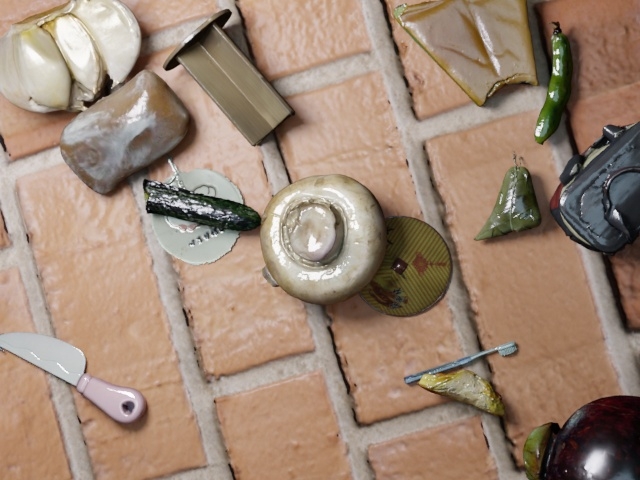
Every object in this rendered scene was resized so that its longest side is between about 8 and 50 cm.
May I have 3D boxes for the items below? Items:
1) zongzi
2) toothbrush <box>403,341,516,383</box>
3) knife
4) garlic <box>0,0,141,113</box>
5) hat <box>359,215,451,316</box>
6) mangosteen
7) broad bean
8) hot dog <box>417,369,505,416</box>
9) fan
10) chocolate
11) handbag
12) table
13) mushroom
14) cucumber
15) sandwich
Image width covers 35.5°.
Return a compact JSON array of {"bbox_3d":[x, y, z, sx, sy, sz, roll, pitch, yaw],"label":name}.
[{"bbox_3d":[0.330,-0.085,1.853,0.130,0.062,0.154,-15,82,18],"label":"zongzi"},{"bbox_3d":[0.262,0.231,1.875,0.219,0.016,0.019,-19,96,5],"label":"toothbrush"},{"bbox_3d":[-0.487,0.252,1.953,0.336,0.043,0.081,29,87,8],"label":"knife"},{"bbox_3d":[-0.476,-0.341,1.893,0.281,0.185,0.203,-30,104,-15],"label":"garlic"},{"bbox_3d":[0.147,0.048,1.857,0.193,0.082,0.193,0,89,8],"label":"hat"},{"bbox_3d":[0.512,0.405,1.728,0.300,0.300,0.300,0,90,7],"label":"mangosteen"},{"bbox_3d":[0.430,-0.287,1.840,0.069,0.039,0.227,4,91,-28],"label":"broad bean"},{"bbox_3d":[0.266,0.270,1.848,0.169,0.078,0.061,20,77,1],"label":"hot dog"},{"bbox_3d":[-0.268,-0.111,1.941,0.190,0.009,0.329,-27,88,10],"label":"fan"},{"bbox_3d":[-0.371,-0.189,1.877,0.254,0.080,0.157,-32,117,13],"label":"chocolate"},{"bbox_3d":[0.526,-0.101,1.761,0.254,0.181,0.181,-44,86,4],"label":"handbag"},{"bbox_3d":[-0.158,-0.291,1.868,0.167,0.167,0.227,-41,94,5],"label":"table"},{"bbox_3d":[0.000,0.000,1.822,0.255,0.184,0.255,0,92,8],"label":"mushroom"},{"bbox_3d":[-0.228,-0.060,1.899,0.245,0.067,0.067,14,91,10],"label":"cucumber"},{"bbox_3d":[0.270,-0.350,1.853,0.245,0.063,0.212,-9,90,8],"label":"sandwich"}]
